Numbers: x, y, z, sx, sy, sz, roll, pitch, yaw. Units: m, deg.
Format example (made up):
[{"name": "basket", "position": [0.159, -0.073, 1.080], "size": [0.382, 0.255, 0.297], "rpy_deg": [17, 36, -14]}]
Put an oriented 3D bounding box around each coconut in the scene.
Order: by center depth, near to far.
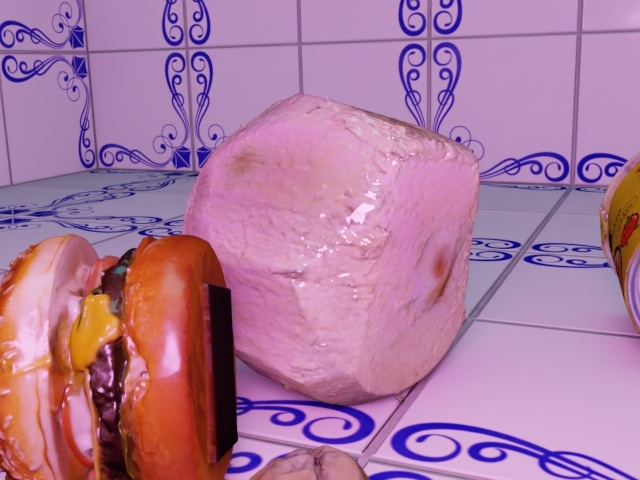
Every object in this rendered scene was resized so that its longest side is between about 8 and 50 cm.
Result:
[{"name": "coconut", "position": [0.000, 0.000, 1.039], "size": [0.404, 0.404, 0.404], "rpy_deg": [-1, 13, 0]}]

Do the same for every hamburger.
[{"name": "hamburger", "position": [-0.201, 0.128, 0.757], "size": [0.225, 0.291, 0.291], "rpy_deg": [-4, 13, -1]}]

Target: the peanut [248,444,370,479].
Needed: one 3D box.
[{"name": "peanut", "position": [0.006, 0.238, 0.542], "size": [0.130, 0.130, 0.290], "rpy_deg": [-4, 11, -13]}]

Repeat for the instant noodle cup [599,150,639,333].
[{"name": "instant noodle cup", "position": [0.557, 0.023, 1.084], "size": [0.325, 0.325, 0.254], "rpy_deg": [3, 23, 21]}]
